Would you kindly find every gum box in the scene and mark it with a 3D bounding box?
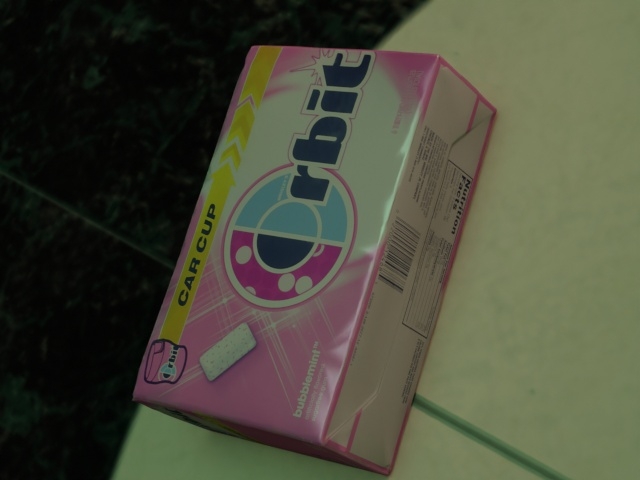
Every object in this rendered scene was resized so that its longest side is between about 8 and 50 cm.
[{"bbox_3d":[0.000,0.000,0.699,0.107,0.062,0.188,9,75,35],"label":"gum box"}]
